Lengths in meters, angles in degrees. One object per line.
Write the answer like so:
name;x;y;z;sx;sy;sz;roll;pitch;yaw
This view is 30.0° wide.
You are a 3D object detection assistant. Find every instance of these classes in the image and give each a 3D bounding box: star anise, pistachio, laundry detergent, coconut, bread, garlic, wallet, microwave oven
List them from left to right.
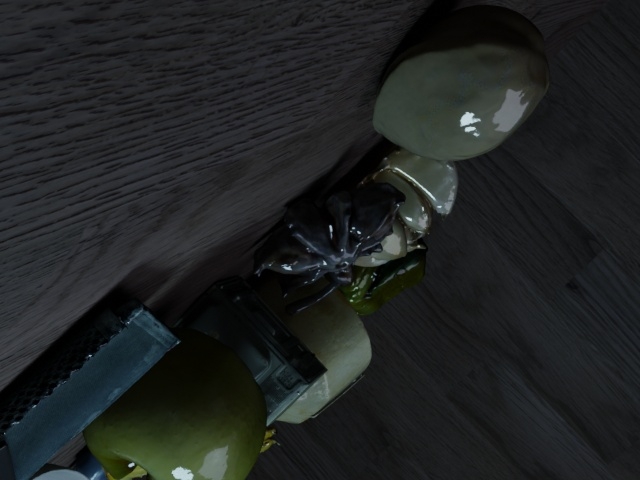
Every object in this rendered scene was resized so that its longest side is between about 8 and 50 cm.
wallet;-0.351;0.209;1.605;0.342;0.075;0.237;-41;167;-5
laundry detergent;-0.416;0.426;2.435;0.290;0.094;0.143;-47;-178;25
microwave oven;-0.126;0.196;2.121;0.145;0.240;0.194;-44;173;8
coconut;-0.056;0.209;2.423;0.323;0.323;0.323;-43;173;-6
star anise;0.000;0.000;2.114;0.359;0.139;0.316;-34;147;20
bread;0.120;0.048;2.821;0.251;0.208;0.376;-37;173;0
garlic;0.137;-0.066;2.291;0.281;0.203;0.185;-47;-170;-2
pistachio;0.194;-0.216;1.727;0.226;0.208;0.332;8;165;-23

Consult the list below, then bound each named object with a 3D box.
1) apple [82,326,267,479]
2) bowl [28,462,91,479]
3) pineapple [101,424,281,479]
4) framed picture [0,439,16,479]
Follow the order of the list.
apple;-0.225;0.282;1.891;0.254;0.292;0.292;-53;178;-26
bowl;-0.486;0.483;1.879;0.287;0.143;0.287;-24;118;-56
pineapple;-0.242;0.278;2.185;0.344;0.209;0.286;-8;148;-18
framed picture;-0.503;0.393;1.567;0.244;0.013;0.324;-34;159;-26
